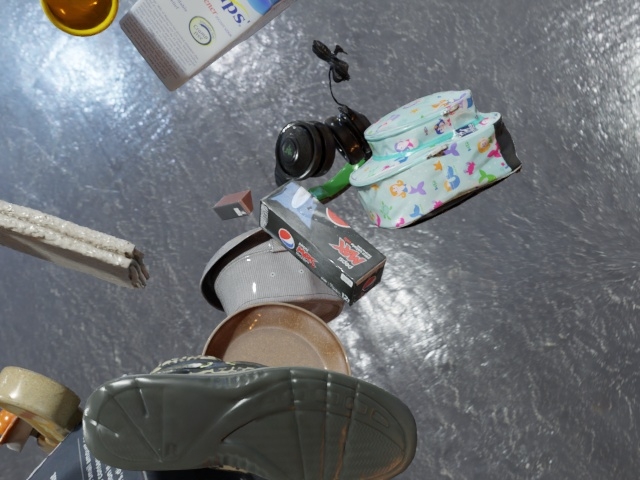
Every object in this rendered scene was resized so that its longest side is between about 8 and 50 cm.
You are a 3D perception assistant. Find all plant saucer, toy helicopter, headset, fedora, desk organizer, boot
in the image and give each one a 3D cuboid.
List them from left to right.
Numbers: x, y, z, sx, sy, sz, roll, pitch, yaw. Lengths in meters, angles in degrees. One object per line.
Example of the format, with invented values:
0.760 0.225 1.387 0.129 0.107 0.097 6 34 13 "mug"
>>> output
-0.302 0.225 0.736 0.234 0.355 0.140 17 58 10 "toy helicopter"
-0.218 -0.091 1.595 0.130 0.050 0.047 -7 127 50 "desk organizer"
-0.053 0.136 0.511 0.236 0.178 0.085 4 84 -4 "boot"
-0.058 0.178 0.806 0.199 0.198 0.036 55 151 19 "plant saucer"
-0.056 0.084 1.033 0.244 0.275 0.124 -63 38 42 "fedora"
0.005 -0.240 1.387 0.185 0.243 0.394 54 152 26 "headset"

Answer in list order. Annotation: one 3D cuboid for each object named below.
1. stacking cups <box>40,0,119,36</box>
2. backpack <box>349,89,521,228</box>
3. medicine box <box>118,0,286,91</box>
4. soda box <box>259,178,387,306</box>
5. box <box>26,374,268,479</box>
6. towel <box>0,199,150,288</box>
-0.371 -0.378 0.885 0.096 0.096 0.316 -59 41 14 "stacking cups"
0.172 -0.132 1.035 0.253 0.225 0.191 -34 104 0 "backpack"
-0.153 -0.428 1.068 0.289 0.263 0.149 -23 112 41 "medicine box"
0.000 0.000 0.764 0.169 0.060 0.053 41 149 23 "soda box"
-0.167 0.490 0.629 0.472 0.480 0.297 -47 30 -2 "box"
-0.414 0.003 0.989 0.282 0.187 0.049 19 70 -5 "towel"
